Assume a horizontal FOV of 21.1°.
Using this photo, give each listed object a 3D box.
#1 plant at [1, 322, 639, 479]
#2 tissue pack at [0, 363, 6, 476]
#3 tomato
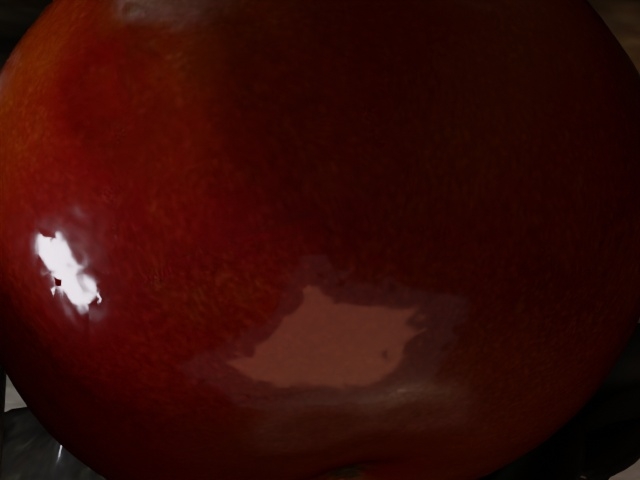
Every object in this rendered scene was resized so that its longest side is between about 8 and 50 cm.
[{"bbox_3d":[0.006,0.131,0.637,0.276,0.188,0.199,-13,172,22],"label":"plant"},{"bbox_3d":[-0.141,0.074,0.471,0.090,0.222,0.186,2,155,0],"label":"tissue pack"},{"bbox_3d":[0.000,0.000,0.457,0.195,0.136,0.195,-7,153,-3],"label":"tomato"}]
